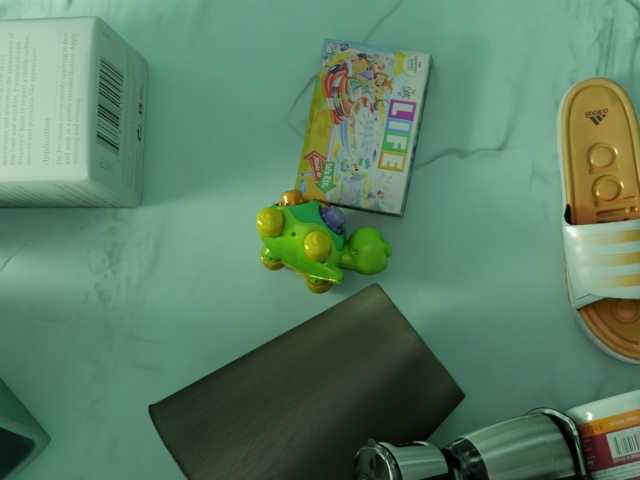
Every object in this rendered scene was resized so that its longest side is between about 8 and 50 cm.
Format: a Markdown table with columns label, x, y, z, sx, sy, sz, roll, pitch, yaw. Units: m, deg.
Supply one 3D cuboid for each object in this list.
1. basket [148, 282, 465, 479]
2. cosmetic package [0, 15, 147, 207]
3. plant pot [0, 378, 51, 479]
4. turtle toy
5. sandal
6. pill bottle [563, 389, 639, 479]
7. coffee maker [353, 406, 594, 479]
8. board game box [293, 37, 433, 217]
| label | x | y | z | sx | sy | sz | roll | pitch | yaw |
| --- | --- | --- | --- | --- | --- | --- | --- | --- | --- |
| basket | -0.001 | 0.154 | 1.257 | 0.227 | 0.154 | 0.204 | -39 | 78 | 0 |
| cosmetic package | -0.272 | -0.114 | 1.345 | 0.183 | 0.151 | 0.151 | 1 | 81 | 11 |
| plant pot | -0.450 | 0.144 | 1.305 | 0.247 | 0.248 | 0.252 | -42 | 60 | 3 |
| turtle toy | 0.000 | 0.000 | 1.313 | 0.130 | 0.095 | 0.066 | 26 | 67 | 13 |
| sandal | 0.254 | -0.022 | 1.264 | 0.101 | 0.076 | 0.265 | -12 | 80 | 10 |
| pill bottle | 0.285 | 0.235 | 1.197 | 0.121 | 0.121 | 0.221 | -15 | 79 | 9 |
| coffee maker | 0.130 | 0.232 | 1.173 | 0.178 | 0.120 | 0.171 | -9 | 65 | -22 |
| board game box | 0.040 | -0.105 | 1.345 | 0.103 | 0.026 | 0.154 | 9 | 84 | 12 |
